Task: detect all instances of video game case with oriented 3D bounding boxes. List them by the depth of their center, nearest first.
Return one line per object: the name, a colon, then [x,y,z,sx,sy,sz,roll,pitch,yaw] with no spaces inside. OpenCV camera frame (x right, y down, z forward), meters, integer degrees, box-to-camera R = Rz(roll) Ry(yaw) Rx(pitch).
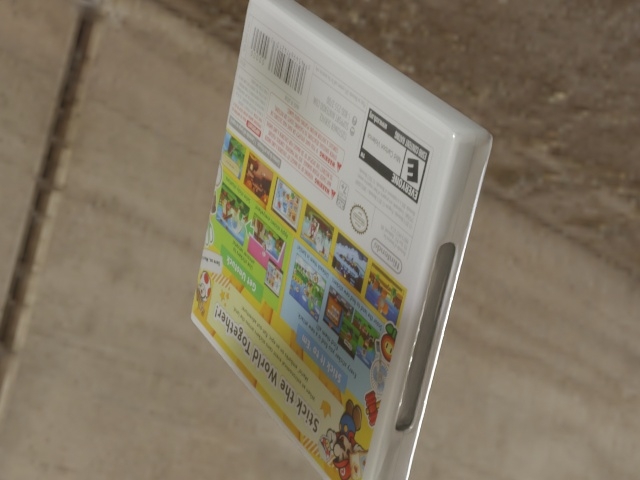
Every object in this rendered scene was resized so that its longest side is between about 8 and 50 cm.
video game case: [0.000,0.000,0.805,0.026,0.206,0.227,0,-156,-29]
